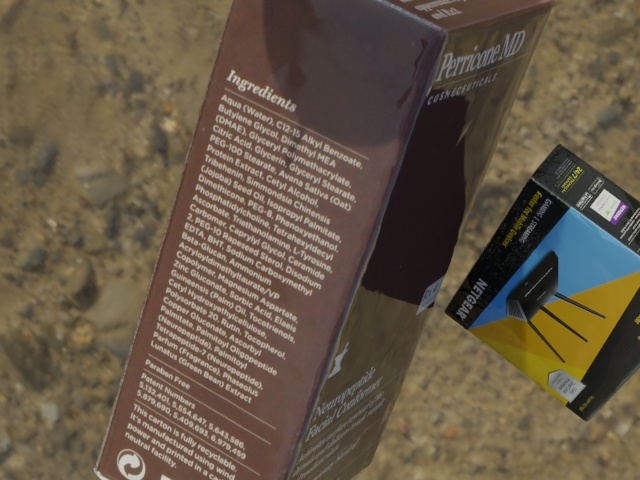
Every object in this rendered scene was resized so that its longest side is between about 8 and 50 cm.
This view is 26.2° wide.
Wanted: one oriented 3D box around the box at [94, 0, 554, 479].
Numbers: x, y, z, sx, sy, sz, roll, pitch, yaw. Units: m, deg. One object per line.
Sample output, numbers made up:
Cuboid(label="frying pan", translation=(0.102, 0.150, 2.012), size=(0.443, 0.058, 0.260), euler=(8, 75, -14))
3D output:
Cuboid(label="box", translation=(0.000, 0.000, 0.897), size=(0.191, 0.143, 0.381), euler=(-28, 140, -58))

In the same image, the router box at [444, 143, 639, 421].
Cuboid(label="router box", translation=(0.174, 0.033, 0.942), size=(0.046, 0.133, 0.179), euler=(-47, 169, -34))
